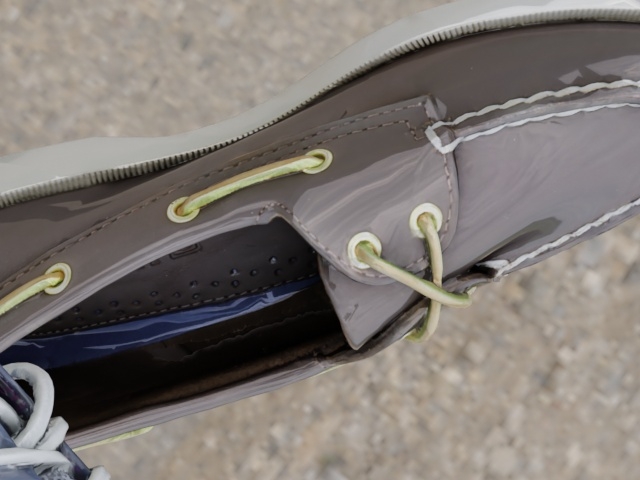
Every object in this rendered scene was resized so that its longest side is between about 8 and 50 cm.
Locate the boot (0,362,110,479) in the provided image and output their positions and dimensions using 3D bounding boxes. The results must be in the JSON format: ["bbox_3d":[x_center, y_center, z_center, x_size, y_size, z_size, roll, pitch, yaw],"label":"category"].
[{"bbox_3d":[-0.065,0.063,0.417,0.069,0.190,0.086,-8,101,-73],"label":"boot"}]

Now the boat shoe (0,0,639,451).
[{"bbox_3d":[0.000,0.000,0.716,0.324,0.096,0.116,-15,137,7],"label":"boat shoe"}]
